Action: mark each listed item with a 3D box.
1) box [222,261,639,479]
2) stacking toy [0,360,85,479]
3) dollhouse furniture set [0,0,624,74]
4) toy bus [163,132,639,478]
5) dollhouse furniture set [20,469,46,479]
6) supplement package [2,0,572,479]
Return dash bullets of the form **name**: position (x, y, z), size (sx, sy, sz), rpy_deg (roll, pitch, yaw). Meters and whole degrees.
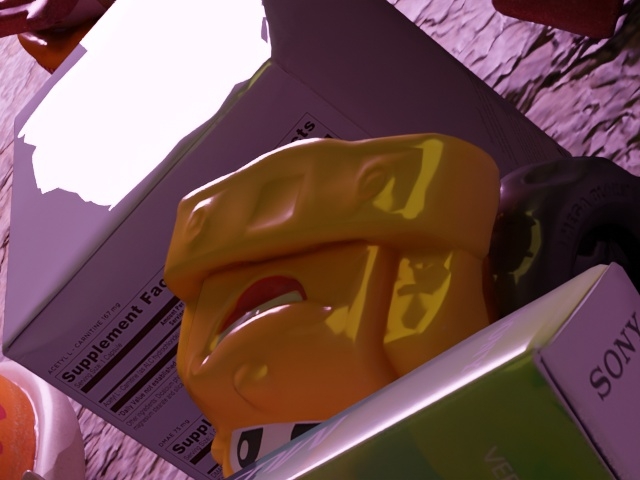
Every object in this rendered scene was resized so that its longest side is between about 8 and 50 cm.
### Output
- **box**: position (0.000, 0.177, 0.463), size (0.322, 0.232, 0.058), rpy_deg (-33, 5, 29)
- **stacking toy**: position (-0.393, 0.113, 0.991), size (0.350, 0.480, 0.350), rpy_deg (-41, 27, 26)
- **dollhouse furniture set**: position (-0.002, -0.120, 0.960), size (0.374, 0.201, 0.152), rpy_deg (-5, 51, 52)
- **toy bus**: position (0.046, 0.102, 0.539), size (0.149, 0.220, 0.211), rpy_deg (-10, 54, 51)
- **dollhouse furniture set**: position (-0.122, 0.178, 0.720), size (0.259, 0.262, 0.135), rpy_deg (33, 88, 35)
- **supplement package**: position (0.000, 0.000, 0.767), size (0.149, 0.203, 0.194), rpy_deg (-45, 24, 17)
